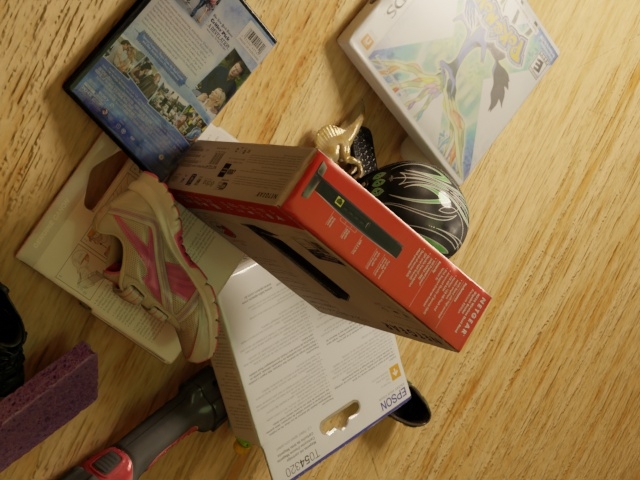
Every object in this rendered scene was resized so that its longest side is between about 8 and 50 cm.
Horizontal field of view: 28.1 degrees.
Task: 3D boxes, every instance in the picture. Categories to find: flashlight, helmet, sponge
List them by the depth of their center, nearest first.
[{"bbox_3d":[-0.372,0.225,1.631,0.210,0.031,0.117,-38,156,-31],"label":"sponge"},{"bbox_3d":[-0.239,0.298,1.808,0.304,0.103,0.103,-36,101,-37],"label":"flashlight"},{"bbox_3d":[0.138,-0.038,1.904,0.169,0.162,0.169,-5,90,-72],"label":"helmet"}]

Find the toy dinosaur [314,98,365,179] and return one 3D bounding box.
[{"bbox_3d":[0.030,-0.135,1.899,0.183,0.053,0.092,-39,111,-27],"label":"toy dinosaur"}]

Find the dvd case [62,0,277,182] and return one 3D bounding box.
[{"bbox_3d":[-0.183,-0.223,1.604,0.253,0.022,0.180,-52,124,-15],"label":"dvd case"}]

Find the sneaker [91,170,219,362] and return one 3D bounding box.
[{"bbox_3d":[-0.211,0.046,1.600,0.111,0.103,0.252,-26,102,-18],"label":"sneaker"}]

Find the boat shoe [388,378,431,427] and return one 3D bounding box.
[{"bbox_3d":[0.125,0.266,2.233,0.081,0.069,0.228,-59,142,-7],"label":"boat shoe"}]

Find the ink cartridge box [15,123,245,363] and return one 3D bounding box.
[{"bbox_3d":[-0.220,-0.030,1.671,0.261,0.066,0.296,39,78,-26],"label":"ink cartridge box"}]

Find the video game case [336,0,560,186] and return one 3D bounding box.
[{"bbox_3d":[0.208,-0.299,1.973,0.300,0.036,0.329,-52,125,-15],"label":"video game case"}]

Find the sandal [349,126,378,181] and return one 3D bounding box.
[{"bbox_3d":[0.063,-0.091,1.995,0.067,0.040,0.179,-25,114,-46],"label":"sandal"}]

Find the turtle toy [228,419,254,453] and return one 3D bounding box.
[{"bbox_3d":[-0.092,0.273,1.985,0.130,0.066,0.095,-7,139,-50],"label":"turtle toy"}]

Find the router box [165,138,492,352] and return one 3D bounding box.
[{"bbox_3d":[0.000,0.000,1.563,0.301,0.335,0.082,39,77,-26],"label":"router box"}]

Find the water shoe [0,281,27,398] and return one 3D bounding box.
[{"bbox_3d":[-0.393,0.125,1.540,0.073,0.080,0.203,-37,135,-31],"label":"water shoe"}]

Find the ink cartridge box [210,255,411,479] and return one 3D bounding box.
[{"bbox_3d":[-0.022,0.153,1.909,0.324,0.071,0.330,-27,109,-42],"label":"ink cartridge box"}]

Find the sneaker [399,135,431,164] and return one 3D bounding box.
[{"bbox_3d":[0.205,-0.136,2.107,0.212,0.080,0.094,-17,138,-43],"label":"sneaker"}]
